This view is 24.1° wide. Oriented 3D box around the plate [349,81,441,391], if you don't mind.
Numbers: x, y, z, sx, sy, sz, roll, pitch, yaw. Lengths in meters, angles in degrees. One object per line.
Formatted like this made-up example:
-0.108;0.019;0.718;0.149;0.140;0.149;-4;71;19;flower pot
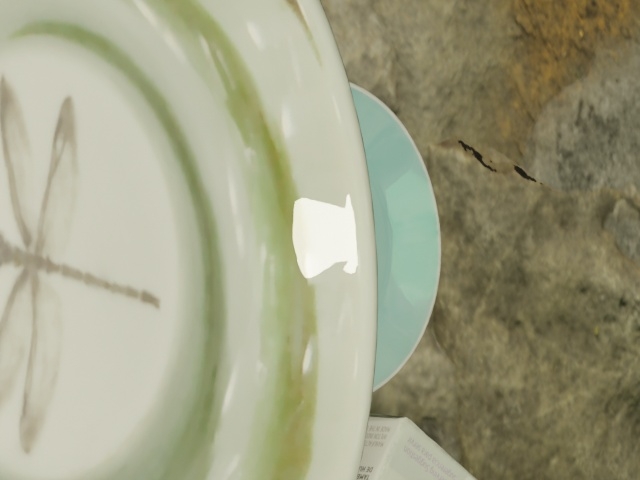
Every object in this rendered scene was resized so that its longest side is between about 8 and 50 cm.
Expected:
0.000;0.000;0.862;0.188;0.024;0.188;5;83;-45;plate

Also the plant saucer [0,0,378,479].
-0.103;0.011;0.656;0.400;0.100;0.400;11;78;-60;plant saucer

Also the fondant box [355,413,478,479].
0.022;0.293;0.816;0.238;0.096;0.330;43;60;-34;fondant box
